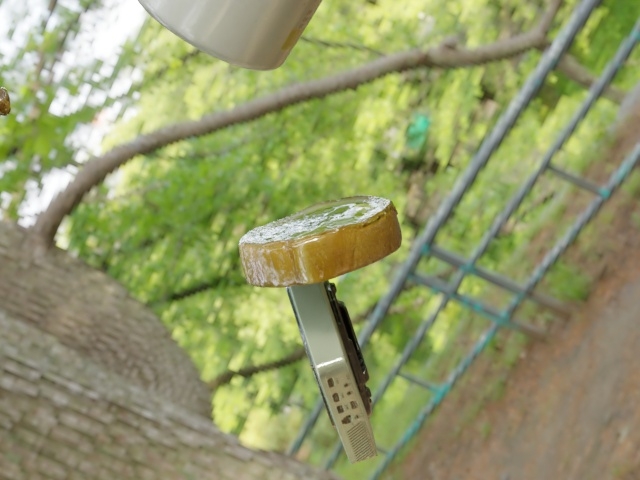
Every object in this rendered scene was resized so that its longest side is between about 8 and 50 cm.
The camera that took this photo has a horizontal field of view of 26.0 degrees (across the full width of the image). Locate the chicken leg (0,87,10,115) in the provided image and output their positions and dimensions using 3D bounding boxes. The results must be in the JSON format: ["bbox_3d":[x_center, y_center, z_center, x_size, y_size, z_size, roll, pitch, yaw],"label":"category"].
[{"bbox_3d":[-0.498,-0.155,1.773,0.207,0.085,0.101,-20,-22,-16],"label":"chicken leg"}]

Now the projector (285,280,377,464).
[{"bbox_3d":[0.018,0.163,2.064,0.257,0.079,0.259,72,180,-48],"label":"projector"}]

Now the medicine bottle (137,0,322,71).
[{"bbox_3d":[-0.051,-0.382,1.556,0.339,0.208,0.208,-56,5,22],"label":"medicine bottle"}]

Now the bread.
[{"bbox_3d":[0.000,0.000,1.900,0.236,0.236,0.070,-71,-33,-77],"label":"bread"}]
